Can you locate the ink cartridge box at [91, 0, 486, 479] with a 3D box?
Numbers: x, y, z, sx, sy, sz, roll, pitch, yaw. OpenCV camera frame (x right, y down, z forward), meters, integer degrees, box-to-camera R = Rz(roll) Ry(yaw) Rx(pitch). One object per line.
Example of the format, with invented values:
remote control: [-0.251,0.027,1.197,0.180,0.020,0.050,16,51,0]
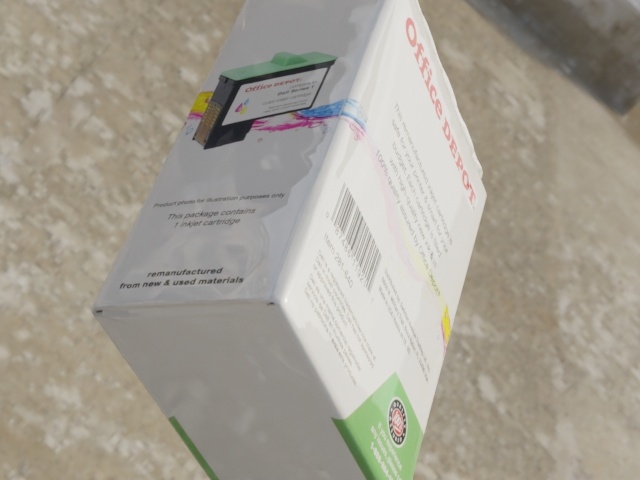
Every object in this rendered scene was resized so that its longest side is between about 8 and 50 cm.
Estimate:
ink cartridge box: [0.000,0.000,0.767,0.201,0.117,0.278,63,34,-40]
